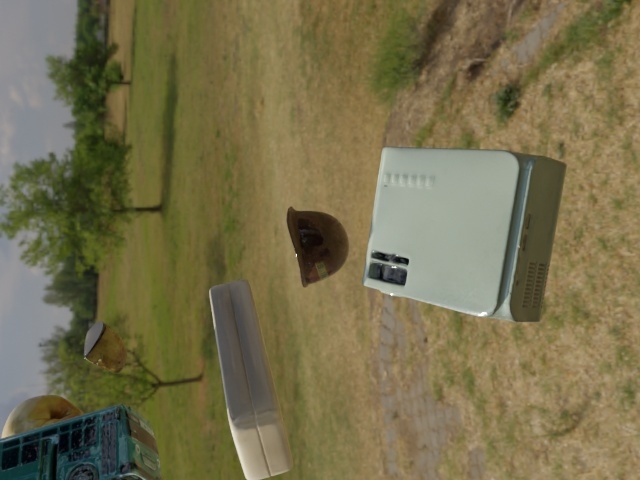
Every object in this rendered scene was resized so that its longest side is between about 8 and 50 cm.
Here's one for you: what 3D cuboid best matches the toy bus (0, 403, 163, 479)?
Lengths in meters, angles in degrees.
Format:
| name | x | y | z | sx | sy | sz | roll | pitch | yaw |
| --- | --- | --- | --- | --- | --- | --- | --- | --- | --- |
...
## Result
| name | x | y | z | sx | sy | sz | roll | pitch | yaw |
| --- | --- | --- | --- | --- | --- | --- | --- | --- | --- |
| toy bus | -0.379 | 0.349 | 1.030 | 0.128 | 0.255 | 0.147 | 68 | -174 | -54 |

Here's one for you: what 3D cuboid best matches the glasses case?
| name | x | y | z | sx | sy | sz | roll | pitch | yaw |
| --- | --- | --- | --- | --- | --- | --- | --- | --- | --- |
| glasses case | -0.118 | 0.213 | 1.096 | 0.336 | 0.076 | 0.144 | -112 | 11 | -53 |

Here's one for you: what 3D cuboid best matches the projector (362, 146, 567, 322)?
| name | x | y | z | sx | sy | sz | roll | pitch | yaw |
| --- | --- | --- | --- | --- | --- | --- | --- | --- | --- |
| projector | 0.178 | -0.013 | 0.872 | 0.250 | 0.108 | 0.199 | 11 | 93 | 50 |

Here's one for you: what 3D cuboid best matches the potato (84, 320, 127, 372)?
| name | x | y | z | sx | sy | sz | roll | pitch | yaw |
| --- | --- | --- | --- | --- | --- | --- | --- | --- | --- |
| potato | -0.471 | 0.241 | 1.514 | 0.066 | 0.103 | 0.096 | -40 | 33 | 14 |

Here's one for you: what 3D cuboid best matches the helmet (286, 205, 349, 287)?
| name | x | y | z | sx | sy | sz | roll | pitch | yaw |
| --- | --- | --- | --- | --- | --- | --- | --- | --- | --- |
| helmet | 0.000 | 0.000 | 1.306 | 0.175 | 0.106 | 0.155 | 68 | -170 | -45 |

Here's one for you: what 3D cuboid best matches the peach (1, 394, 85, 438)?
| name | x | y | z | sx | sy | sz | roll | pitch | yaw |
| --- | --- | --- | --- | --- | --- | --- | --- | --- | --- |
| peach | -0.557 | 0.411 | 1.371 | 0.184 | 0.184 | 0.184 | 179 | 90 | -73 |
